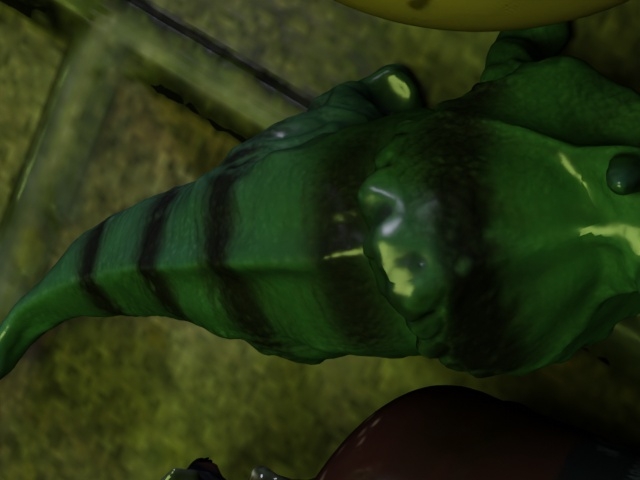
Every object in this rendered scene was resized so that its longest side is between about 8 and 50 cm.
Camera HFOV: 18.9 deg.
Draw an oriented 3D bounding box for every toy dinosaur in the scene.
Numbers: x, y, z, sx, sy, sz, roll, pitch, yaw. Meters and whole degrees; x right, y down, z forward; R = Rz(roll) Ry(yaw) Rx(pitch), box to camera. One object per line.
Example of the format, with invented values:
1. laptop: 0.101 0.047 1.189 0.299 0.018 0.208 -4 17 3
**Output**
1. toy dinosaur: 0.013 -0.007 0.523 0.292 0.120 0.079 -3 110 52

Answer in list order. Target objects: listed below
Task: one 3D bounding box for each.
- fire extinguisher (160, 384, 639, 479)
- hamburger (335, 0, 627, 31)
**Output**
1. fire extinguisher: 0.094 0.118 0.472 0.337 0.135 0.114 20 84 20
2. hamburger: 0.035 -0.121 0.428 0.175 0.137 0.175 7 120 11
